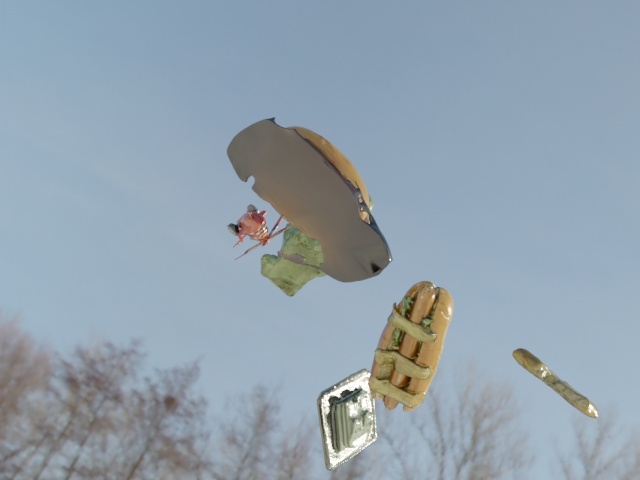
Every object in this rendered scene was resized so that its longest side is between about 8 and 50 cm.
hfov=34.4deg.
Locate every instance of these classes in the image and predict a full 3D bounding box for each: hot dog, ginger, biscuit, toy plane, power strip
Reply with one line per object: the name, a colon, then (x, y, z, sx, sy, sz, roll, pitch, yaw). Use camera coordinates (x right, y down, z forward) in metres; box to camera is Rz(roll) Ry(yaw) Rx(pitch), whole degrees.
hot dog: (0.151, 0.179, 1.740, 0.109, 0.072, 0.269, 23, -61, 15)
ginger: (-0.004, 0.004, 2.206, 0.137, 0.290, 0.089, 63, 14, 18)
biscuit: (0.521, 0.315, 2.300, 0.183, 0.039, 0.174, 37, 3, -37)
hot dog: (-0.005, -0.072, 1.767, 0.194, 0.107, 0.326, -31, -91, 32)
toy plane: (-0.131, -0.027, 1.968, 0.077, 0.126, 0.194, 50, 2, -11)
power strip: (0.084, 0.438, 2.518, 0.065, 0.198, 0.213, 11, -64, 41)
